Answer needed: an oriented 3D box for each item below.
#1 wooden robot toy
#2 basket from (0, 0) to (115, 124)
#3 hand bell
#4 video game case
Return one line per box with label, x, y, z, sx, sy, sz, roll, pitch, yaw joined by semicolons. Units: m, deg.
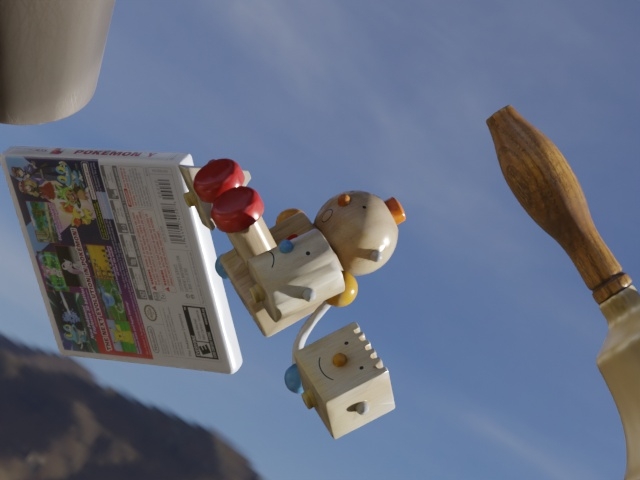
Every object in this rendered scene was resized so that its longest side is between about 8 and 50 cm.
wooden robot toy;0.000;0.000;0.706;0.173;0.079;0.076;53;-15;53
basket;-0.242;-0.221;1.398;0.204;0.154;0.227;2;-52;-5
hand bell;0.173;0.022;1.059;0.242;0.126;0.126;57;-13;7
video game case;-0.166;0.016;1.445;0.183;0.023;0.201;4;-58;29
